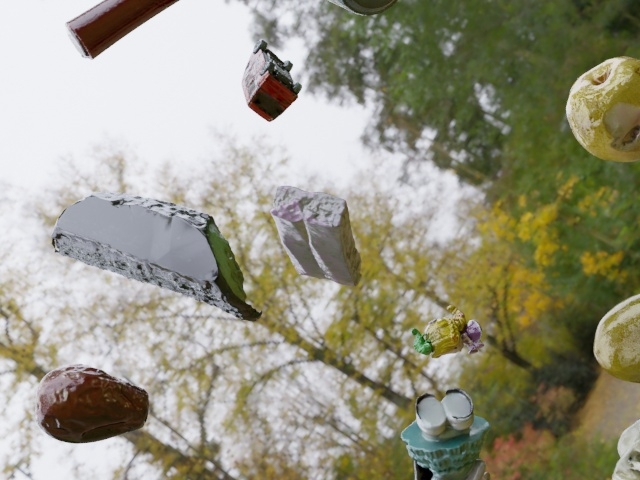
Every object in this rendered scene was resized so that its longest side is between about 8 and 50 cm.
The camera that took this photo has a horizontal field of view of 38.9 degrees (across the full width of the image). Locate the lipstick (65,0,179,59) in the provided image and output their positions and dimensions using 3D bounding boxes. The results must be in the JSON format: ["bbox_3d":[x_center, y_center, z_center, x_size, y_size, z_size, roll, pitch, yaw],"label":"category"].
[{"bbox_3d":[-0.331,-0.410,1.589,0.241,0.080,0.080,-38,-22,-14],"label":"lipstick"}]

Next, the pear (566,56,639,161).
[{"bbox_3d":[0.504,-0.214,1.520,0.178,0.178,0.178,-50,-19,-24],"label":"pear"}]

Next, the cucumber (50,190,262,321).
[{"bbox_3d":[-0.129,0.001,0.717,0.046,0.220,0.070,41,-112,-57],"label":"cucumber"}]

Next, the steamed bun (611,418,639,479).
[{"bbox_3d":[0.617,0.400,1.568,0.207,0.268,0.280,-102,8,-45],"label":"steamed bun"}]

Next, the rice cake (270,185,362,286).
[{"bbox_3d":[-0.002,-0.001,1.300,0.298,0.106,0.050,69,-145,-70],"label":"rice cake"}]

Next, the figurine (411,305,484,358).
[{"bbox_3d":[0.260,0.195,1.935,0.156,0.115,0.095,-9,-34,-22],"label":"figurine"}]

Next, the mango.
[{"bbox_3d":[0.480,0.134,1.284,0.092,0.195,0.130,6,-106,-43],"label":"mango"}]

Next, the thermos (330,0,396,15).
[{"bbox_3d":[0.033,-0.480,1.529,0.182,0.286,0.145,3,-66,-32],"label":"thermos"}]

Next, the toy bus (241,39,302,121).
[{"bbox_3d":[-0.100,-0.305,1.729,0.089,0.081,0.195,-47,28,17],"label":"toy bus"}]

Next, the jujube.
[{"bbox_3d":[-0.470,0.341,1.881,0.168,0.236,0.168,-170,90,-73],"label":"jujube"}]

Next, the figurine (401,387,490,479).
[{"bbox_3d":[0.167,0.312,1.226,0.110,0.138,0.245,-105,3,-60],"label":"figurine"}]
